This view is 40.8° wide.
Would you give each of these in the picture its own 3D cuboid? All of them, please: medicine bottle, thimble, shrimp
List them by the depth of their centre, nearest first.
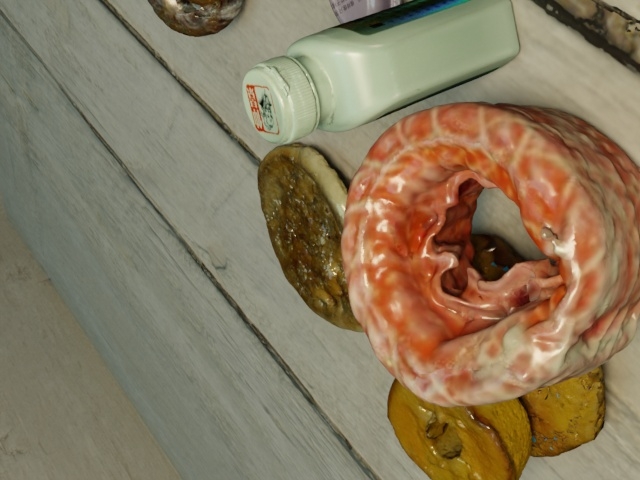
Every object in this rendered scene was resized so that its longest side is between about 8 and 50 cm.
[{"bbox_3d":[0.138,0.009,0.685,0.239,0.162,0.239,1,91,42],"label":"thimble"},{"bbox_3d":[0.046,-0.146,0.717,0.121,0.229,0.083,14,124,56],"label":"medicine bottle"},{"bbox_3d":[-0.156,-0.396,0.987,0.145,0.116,0.343,22,132,21],"label":"shrimp"}]

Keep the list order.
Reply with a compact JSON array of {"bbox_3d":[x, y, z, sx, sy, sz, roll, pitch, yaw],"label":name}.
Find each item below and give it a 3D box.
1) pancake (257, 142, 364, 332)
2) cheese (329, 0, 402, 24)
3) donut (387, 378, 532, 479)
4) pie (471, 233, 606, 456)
[{"bbox_3d":[0.001,-0.001,1.115,0.282,0.049,0.282,44,147,39],"label":"pancake"},{"bbox_3d":[0.033,-0.272,0.837,0.105,0.042,0.191,-7,105,60],"label":"cheese"},{"bbox_3d":[0.142,0.187,0.872,0.162,0.065,0.178,49,151,14],"label":"donut"},{"bbox_3d":[0.177,0.109,0.873,0.273,0.069,0.273,43,146,38],"label":"pie"}]
